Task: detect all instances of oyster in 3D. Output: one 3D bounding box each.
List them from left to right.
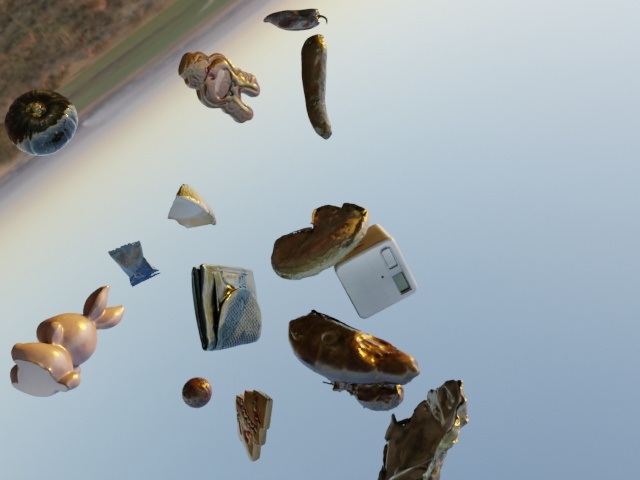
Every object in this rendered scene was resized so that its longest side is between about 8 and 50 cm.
[{"bbox_3d":[0.170,0.339,0.923,0.223,0.083,0.214,-54,-171,46],"label":"oyster"}]

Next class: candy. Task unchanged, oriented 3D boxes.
[{"bbox_3d":[-0.506,0.061,1.560,0.088,0.136,0.038,-24,-143,-4],"label":"candy"}]

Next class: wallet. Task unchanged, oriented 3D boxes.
[{"bbox_3d":[-0.255,0.190,1.660,0.075,0.237,0.342,-10,172,16],"label":"wallet"}]

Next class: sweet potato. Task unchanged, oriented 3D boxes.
[{"bbox_3d":[-0.012,-0.399,1.493,0.075,0.273,0.075,-4,-178,0],"label":"sweet potato"}]

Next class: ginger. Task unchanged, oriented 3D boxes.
[{"bbox_3d":[0.080,0.373,1.722,0.418,0.254,0.176,22,-142,15],"label":"ginger"}]

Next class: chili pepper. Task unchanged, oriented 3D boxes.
[{"bbox_3d":[-0.055,-0.507,1.314,0.153,0.041,0.050,1,-129,18],"label":"chili pepper"}]

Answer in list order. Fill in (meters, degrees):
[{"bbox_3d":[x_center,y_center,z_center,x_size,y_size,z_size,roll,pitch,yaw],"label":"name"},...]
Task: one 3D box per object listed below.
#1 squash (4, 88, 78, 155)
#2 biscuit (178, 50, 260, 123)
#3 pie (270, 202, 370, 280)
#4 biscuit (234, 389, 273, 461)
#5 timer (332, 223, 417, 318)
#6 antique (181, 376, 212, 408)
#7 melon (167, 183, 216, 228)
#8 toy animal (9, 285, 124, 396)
[{"bbox_3d":[-0.783,-0.330,1.608,0.193,0.156,0.193,3,-136,-3],"label":"squash"},{"bbox_3d":[-0.324,-0.508,1.861,0.044,0.295,0.186,3,-102,49],"label":"biscuit"},{"bbox_3d":[0.000,0.000,1.689,0.338,0.075,0.337,-25,-150,15],"label":"pie"},{"bbox_3d":[-0.201,0.528,1.700,0.238,0.041,0.212,-57,-139,40],"label":"biscuit"},{"bbox_3d":[0.150,0.087,1.708,0.194,0.192,0.195,-28,-165,0],"label":"timer"},{"bbox_3d":[-0.400,0.493,1.852,0.104,0.104,0.104,-32,-159,14],"label":"antique"},{"bbox_3d":[-0.345,-0.082,1.567,0.093,0.139,0.202,-53,-176,8],"label":"melon"},{"bbox_3d":[-0.443,0.174,1.010,0.124,0.124,0.212,-25,-158,30],"label":"toy animal"}]
